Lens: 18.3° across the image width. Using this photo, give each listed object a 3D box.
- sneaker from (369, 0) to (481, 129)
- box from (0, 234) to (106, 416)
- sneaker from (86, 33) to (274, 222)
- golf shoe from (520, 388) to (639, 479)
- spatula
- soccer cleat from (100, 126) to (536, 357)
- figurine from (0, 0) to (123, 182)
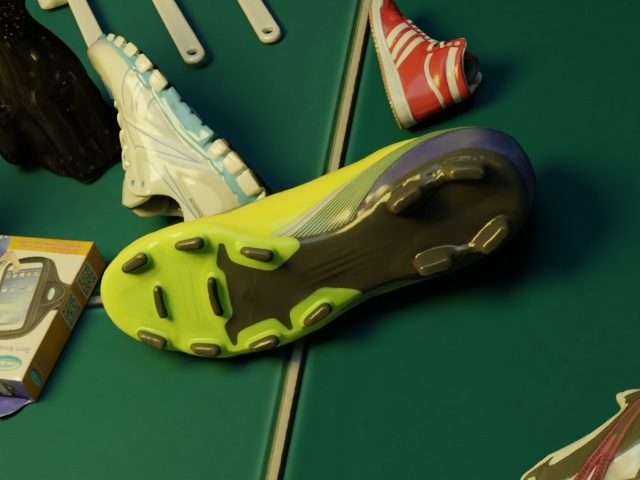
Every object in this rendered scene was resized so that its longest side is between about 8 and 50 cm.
[{"bbox_3d":[0.074,-0.133,1.380,0.067,0.042,0.118,-20,52,10],"label":"sneaker"},{"bbox_3d":[-0.208,0.056,1.336,0.081,0.028,0.136,4,49,26],"label":"box"},{"bbox_3d":[-0.115,-0.064,1.361,0.083,0.071,0.191,-42,62,0],"label":"sneaker"},{"bbox_3d":[0.137,0.180,1.036,0.273,0.105,0.120,-41,30,-24],"label":"golf shoe"},{"bbox_3d":[-0.131,-0.195,1.549,0.168,0.019,0.242,-23,45,-6],"label":"spatula"},{"bbox_3d":[0.001,0.001,1.275,0.289,0.093,0.121,-18,14,14],"label":"soccer cleat"},{"bbox_3d":[-0.260,-0.092,1.367,0.215,0.209,0.092,-43,47,-17],"label":"figurine"}]
